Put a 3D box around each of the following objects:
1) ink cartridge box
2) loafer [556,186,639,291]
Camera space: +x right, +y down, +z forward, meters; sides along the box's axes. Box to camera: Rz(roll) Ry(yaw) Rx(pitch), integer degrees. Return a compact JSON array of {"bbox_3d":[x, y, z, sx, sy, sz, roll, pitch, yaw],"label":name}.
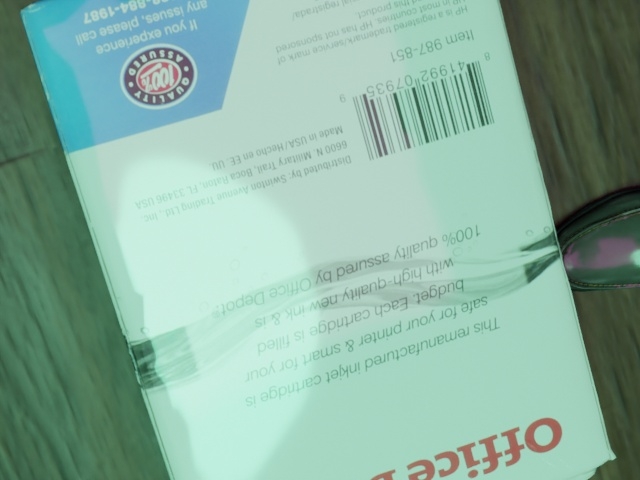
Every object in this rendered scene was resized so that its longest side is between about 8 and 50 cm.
[{"bbox_3d":[0.000,0.000,0.544,0.223,0.129,0.307,-17,99,-7],"label":"ink cartridge box"},{"bbox_3d":[0.222,-0.004,0.614,0.170,0.061,0.062,-17,100,-6],"label":"loafer"}]
